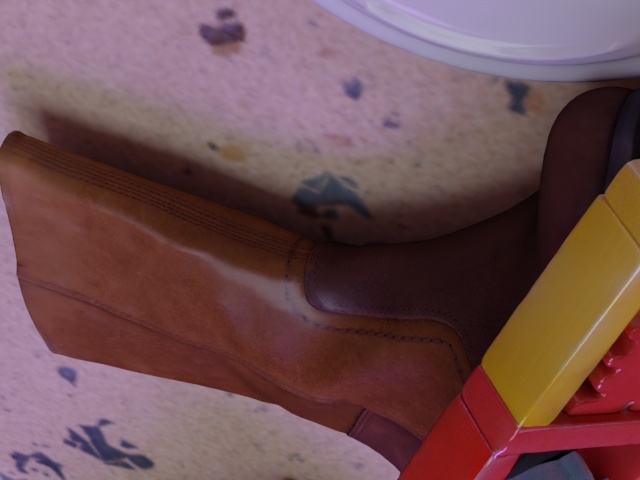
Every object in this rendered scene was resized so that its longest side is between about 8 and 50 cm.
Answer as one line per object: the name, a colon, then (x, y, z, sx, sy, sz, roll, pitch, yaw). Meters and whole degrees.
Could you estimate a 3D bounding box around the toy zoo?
toy zoo: (0.127, 0.058, 0.591, 0.192, 0.030, 0.293, 0, 135, -36)

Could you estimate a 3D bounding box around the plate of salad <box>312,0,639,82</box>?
plate of salad: (0.057, -0.118, 0.528, 0.200, 0.048, 0.200, 13, 151, 7)

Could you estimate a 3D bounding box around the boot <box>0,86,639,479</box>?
boot: (0.000, 0.000, 0.699, 0.280, 0.096, 0.264, 21, 150, 14)
